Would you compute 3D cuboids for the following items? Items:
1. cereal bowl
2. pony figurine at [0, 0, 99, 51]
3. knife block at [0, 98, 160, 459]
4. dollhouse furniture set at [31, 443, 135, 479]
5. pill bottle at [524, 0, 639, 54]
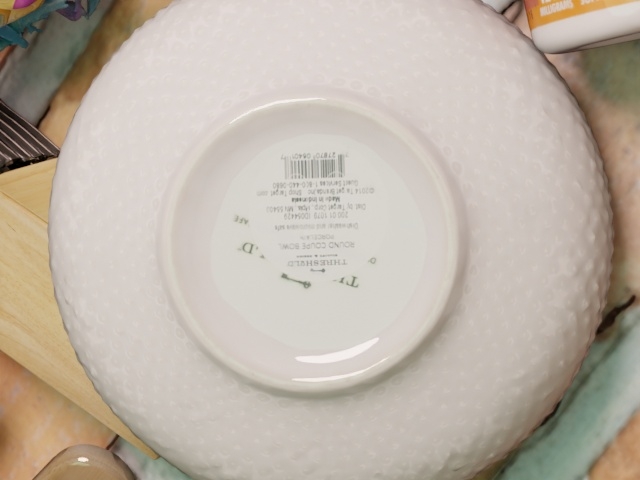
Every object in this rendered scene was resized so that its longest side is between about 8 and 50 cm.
[{"bbox_3d":[0.000,0.000,0.873,0.339,0.141,0.339,0,93,7],"label":"cereal bowl"},{"bbox_3d":[-0.253,-0.234,0.943,0.363,0.303,0.351,-44,76,2],"label":"pony figurine"},{"bbox_3d":[-0.210,0.024,1.042,0.242,0.088,0.275,-14,91,25],"label":"knife block"},{"bbox_3d":[-0.141,0.252,0.909,0.394,0.362,0.256,36,113,-15],"label":"dollhouse furniture set"},{"bbox_3d":[0.156,-0.218,0.837,0.121,0.121,0.216,-11,93,24],"label":"pill bottle"}]
